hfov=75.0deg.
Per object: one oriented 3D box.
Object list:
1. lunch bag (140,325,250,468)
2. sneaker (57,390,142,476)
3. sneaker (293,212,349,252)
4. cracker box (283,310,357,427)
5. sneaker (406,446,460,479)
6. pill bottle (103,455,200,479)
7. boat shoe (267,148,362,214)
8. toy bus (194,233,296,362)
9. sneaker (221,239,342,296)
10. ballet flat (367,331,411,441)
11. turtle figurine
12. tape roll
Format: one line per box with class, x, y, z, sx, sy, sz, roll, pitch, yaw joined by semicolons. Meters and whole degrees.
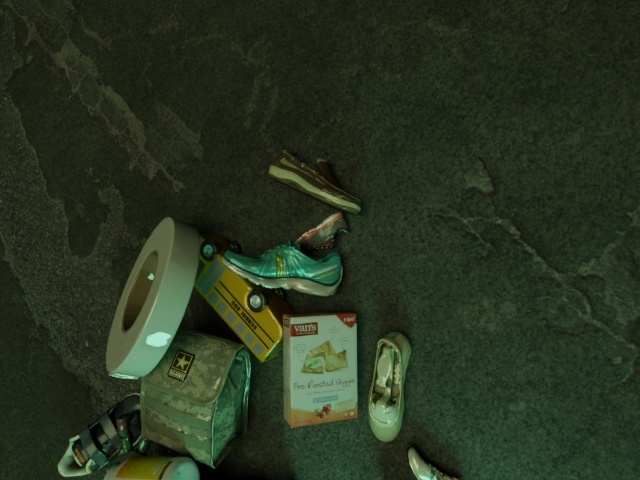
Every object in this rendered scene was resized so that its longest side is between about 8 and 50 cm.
lunch bag;-0.304;0.356;1.016;0.236;0.169;0.286;10;102;22
sneaker;-0.601;0.556;1.170;0.321;0.127;0.126;-47;71;13
sneaker;0.000;0.000;0.983;0.158;0.061;0.064;-36;83;18
cracker box;-0.001;0.276;0.921;0.156;0.067;0.232;0;87;-20
sneaker;0.245;0.497;0.871;0.075;0.057;0.161;-32;75;1
pill bottle;-0.394;0.561;0.957;0.215;0.117;0.117;-12;83;23
boat shoe;-0.007;-0.147;0.974;0.258;0.095;0.095;27;92;21
toy bus;-0.196;0.129;1.031;0.333;0.108;0.130;43;105;18
sneaker;-0.084;0.050;0.956;0.276;0.107;0.109;9;99;-9
ballet flat;0.140;0.321;0.900;0.086;0.086;0.248;6;91;22
turtle figurine;-0.476;0.579;1.096;0.176;0.118;0.234;-1;87;-13
tape roll;-0.412;0.133;1.020;0.392;0.072;0.391;-35;43;41
